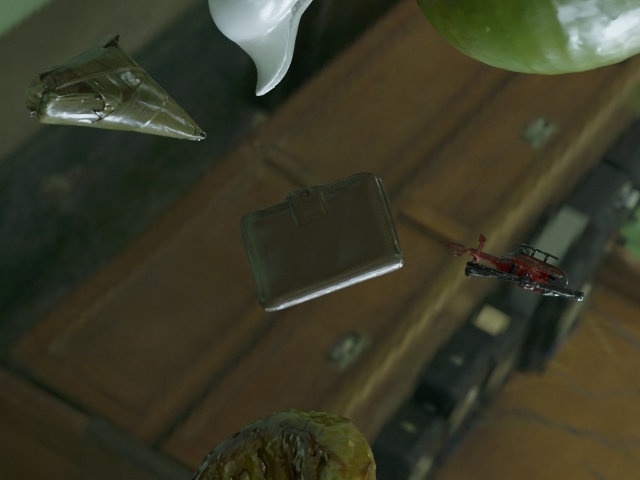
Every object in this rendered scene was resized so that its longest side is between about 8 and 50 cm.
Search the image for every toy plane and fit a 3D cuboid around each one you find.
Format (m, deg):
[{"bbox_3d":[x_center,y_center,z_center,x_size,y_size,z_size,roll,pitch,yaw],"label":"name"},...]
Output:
[{"bbox_3d":[0.194,0.028,1.807,0.060,0.145,0.037,-77,-172,-67],"label":"toy plane"}]

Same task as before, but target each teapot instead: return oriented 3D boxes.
[{"bbox_3d":[-0.028,-0.310,1.952,0.298,0.139,0.204,-56,174,10],"label":"teapot"}]

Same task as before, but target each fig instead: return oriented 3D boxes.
[{"bbox_3d":[0.200,-0.299,1.452,0.316,0.316,0.316,-53,161,-27],"label":"fig"}]

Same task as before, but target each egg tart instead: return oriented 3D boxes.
[{"bbox_3d":[-0.041,0.258,1.241,0.290,0.115,0.290,-45,-154,28],"label":"egg tart"}]

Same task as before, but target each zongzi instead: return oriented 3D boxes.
[{"bbox_3d":[-0.247,-0.151,2.132,0.160,0.176,0.078,-36,166,-42],"label":"zongzi"}]

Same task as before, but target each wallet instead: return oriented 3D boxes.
[{"bbox_3d":[0.000,0.000,1.787,0.153,0.118,0.039,-19,158,11],"label":"wallet"}]
